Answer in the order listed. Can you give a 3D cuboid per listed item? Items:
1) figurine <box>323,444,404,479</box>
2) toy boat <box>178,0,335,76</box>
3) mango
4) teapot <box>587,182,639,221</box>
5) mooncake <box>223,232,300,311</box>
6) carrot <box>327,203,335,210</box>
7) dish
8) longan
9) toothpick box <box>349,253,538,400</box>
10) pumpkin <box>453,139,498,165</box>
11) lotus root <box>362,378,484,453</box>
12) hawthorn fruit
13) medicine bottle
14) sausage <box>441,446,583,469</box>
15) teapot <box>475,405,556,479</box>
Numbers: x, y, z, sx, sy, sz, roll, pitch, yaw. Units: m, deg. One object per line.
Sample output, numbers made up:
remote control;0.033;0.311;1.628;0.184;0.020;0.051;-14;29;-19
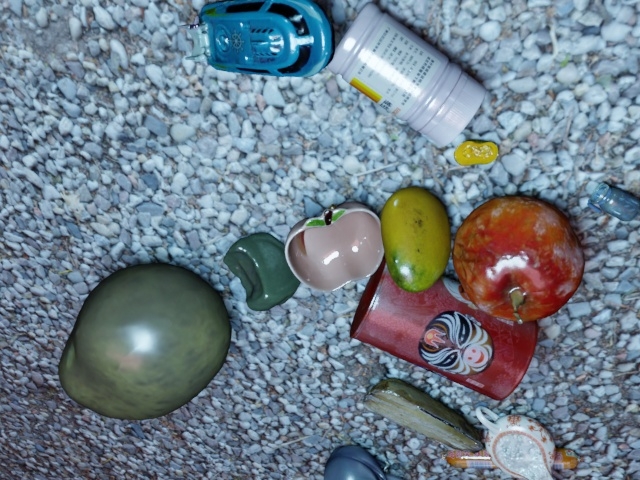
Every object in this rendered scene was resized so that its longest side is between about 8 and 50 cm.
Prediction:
figurine;0.134;0.679;1.591;0.265;0.197;0.175;28;100;2
toy boat;-0.115;-0.336;0.976;0.299;0.092;0.134;15;126;38
mango;0.185;0.000;1.110;0.151;0.221;0.120;20;147;-38
teapot;0.545;-0.071;1.068;0.083;0.063;0.049;29;93;-1
mooncake;-0.133;0.073;1.270;0.168;0.175;0.104;26;130;-35
carrot;0.000;0.000;1.262;0.037;0.037;0.190;22;124;1
dish;0.026;-0.003;1.193;0.213;0.090;0.213;-6;125;-9
longan;-0.400;0.232;1.330;0.404;0.404;0.336;-48;61;34
toothpick box;0.251;0.177;1.208;0.333;0.204;0.204;24;125;0
pumpkin;0.291;-0.167;1.081;0.083;0.028;0.050;5;122;2
lotus root;0.271;0.435;1.451;0.329;0.078;0.167;29;148;-6
hawthorn fruit;0.363;0.058;1.059;0.242;0.272;0.242;6;132;7
medicine bottle;0.147;-0.281;0.985;0.249;0.133;0.133;32;124;-8
sausage;0.486;0.559;1.479;0.348;0.053;0.053;-7;120;19
teapot;0.476;0.492;1.401;0.245;0.116;0.159;36;126;8
